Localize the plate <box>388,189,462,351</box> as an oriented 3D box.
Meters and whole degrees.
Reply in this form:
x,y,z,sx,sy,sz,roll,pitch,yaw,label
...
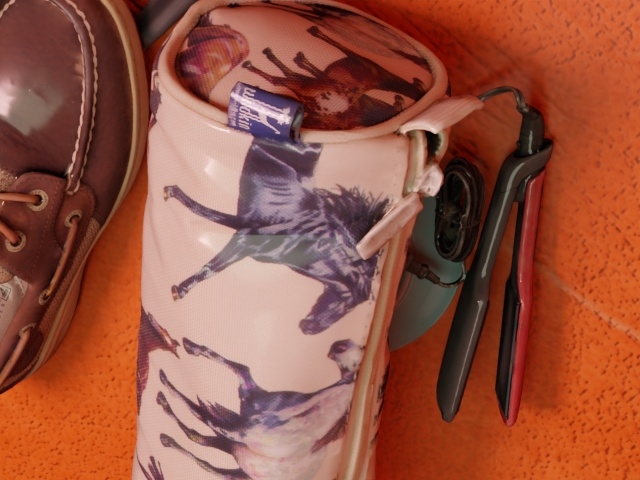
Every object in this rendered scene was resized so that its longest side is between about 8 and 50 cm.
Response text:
x,y,z,sx,sy,sz,roll,pitch,yaw,label
0.000,0.000,0.969,0.188,0.024,0.188,8,118,15,plate

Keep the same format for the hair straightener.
x,y,z,sx,sy,sz,roll,pitch,yaw,label
0.091,0.012,0.917,0.089,0.047,0.230,2,119,-6,hair straightener

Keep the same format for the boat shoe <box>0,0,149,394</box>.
x,y,z,sx,sy,sz,roll,pitch,yaw,label
-0.205,-0.018,0.966,0.123,0.123,0.342,28,125,5,boat shoe

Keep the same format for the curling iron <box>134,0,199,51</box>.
x,y,z,sx,sy,sz,roll,pitch,yaw,label
-0.038,-0.206,0.870,0.068,0.035,0.274,51,128,13,curling iron

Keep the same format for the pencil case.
x,y,z,sx,sy,sz,roll,pitch,yaw,label
-0.024,0.069,0.900,0.183,0.160,0.410,33,129,39,pencil case
